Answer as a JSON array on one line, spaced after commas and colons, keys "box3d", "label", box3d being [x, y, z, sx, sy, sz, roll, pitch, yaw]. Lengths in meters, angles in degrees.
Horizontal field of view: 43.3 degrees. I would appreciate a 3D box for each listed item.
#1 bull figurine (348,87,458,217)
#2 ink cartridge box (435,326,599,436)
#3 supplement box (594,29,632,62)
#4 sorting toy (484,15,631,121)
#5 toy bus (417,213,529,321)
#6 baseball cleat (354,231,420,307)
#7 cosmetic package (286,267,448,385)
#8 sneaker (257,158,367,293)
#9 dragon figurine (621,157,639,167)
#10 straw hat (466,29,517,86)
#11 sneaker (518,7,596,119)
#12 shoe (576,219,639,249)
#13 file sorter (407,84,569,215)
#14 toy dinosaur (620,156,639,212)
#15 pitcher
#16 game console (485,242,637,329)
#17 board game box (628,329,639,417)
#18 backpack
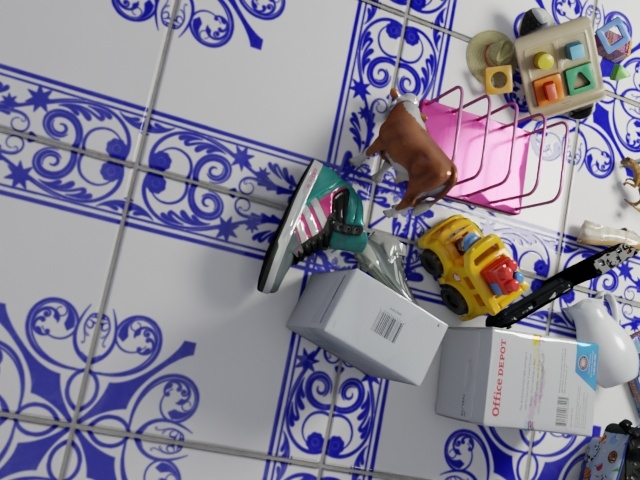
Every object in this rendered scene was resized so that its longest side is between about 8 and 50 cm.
[{"box3d": [0.171, -0.178, 1.669, 0.101, 0.310, 0.188, 26, 115, -38], "label": "bull figurine"}, {"box3d": [0.416, 0.297, 1.720, 0.270, 0.197, 0.198, 11, 81, -20], "label": "ink cartridge box"}, {"box3d": [0.719, -0.481, 1.994, 0.083, 0.055, 0.043, 19, 77, -20], "label": "supplement box"}, {"box3d": [0.545, -0.385, 1.825, 0.347, 0.047, 0.196, -19, 107, 3], "label": "sorting toy"}, {"box3d": [0.338, 0.052, 1.708, 0.149, 0.211, 0.220, -34, 96, -19], "label": "toy bus"}, {"box3d": [0.165, 0.070, 1.711, 0.109, 0.072, 0.206, -44, 102, -19], "label": "baseball cleat"}, {"box3d": [0.085, 0.170, 1.587, 0.224, 0.224, 0.138, 32, 77, -16], "label": "cosmetic package"}, {"box3d": [0.000, 0.000, 1.630, 0.178, 0.124, 0.296, 26, 75, -7], "label": "sneaker"}, {"box3d": [0.900, -0.150, 2.016, 0.289, 0.085, 0.144, -5, 86, -23], "label": "dragon figurine"}, {"box3d": [0.414, -0.432, 1.865, 0.144, 0.061, 0.145, 2, 84, -22], "label": "straw hat"}, {"box3d": [0.573, -0.431, 1.913, 0.118, 0.110, 0.292, -46, 110, -27], "label": "sneaker"}, {"box3d": [0.717, -0.010, 1.935, 0.219, 0.076, 0.058, 6, 88, -19], "label": "shoe"}, {"box3d": [0.371, -0.195, 1.759, 0.290, 0.182, 0.202, 13, 80, -20], "label": "file sorter"}, {"box3d": [0.805, -0.116, 1.952, 0.211, 0.064, 0.112, 41, 105, 5], "label": "toy dinosaur"}, {"box3d": [0.668, 0.224, 1.879, 0.177, 0.125, 0.207, -16, 79, -37], "label": "pitcher"}, {"box3d": [0.511, 0.109, 1.771, 0.361, 0.213, 0.044, -26, 82, -20], "label": "game console"}, {"box3d": [0.806, 0.319, 1.960, 0.136, 0.035, 0.201, -20, 92, -22], "label": "board game box"}, {"box3d": [0.702, 0.569, 1.802, 0.276, 0.213, 0.263, 30, 67, -10], "label": "backpack"}]
